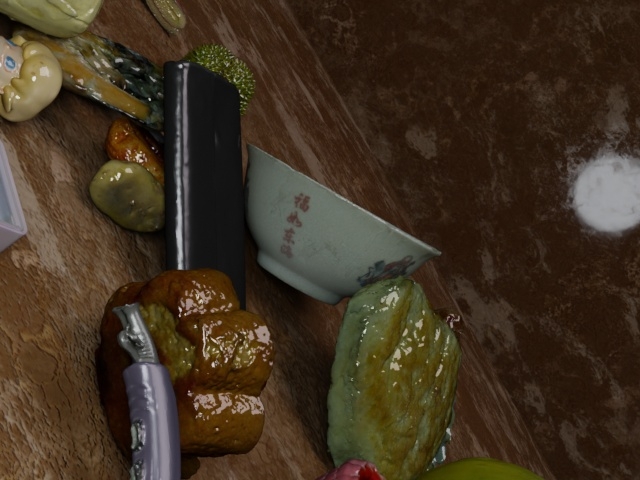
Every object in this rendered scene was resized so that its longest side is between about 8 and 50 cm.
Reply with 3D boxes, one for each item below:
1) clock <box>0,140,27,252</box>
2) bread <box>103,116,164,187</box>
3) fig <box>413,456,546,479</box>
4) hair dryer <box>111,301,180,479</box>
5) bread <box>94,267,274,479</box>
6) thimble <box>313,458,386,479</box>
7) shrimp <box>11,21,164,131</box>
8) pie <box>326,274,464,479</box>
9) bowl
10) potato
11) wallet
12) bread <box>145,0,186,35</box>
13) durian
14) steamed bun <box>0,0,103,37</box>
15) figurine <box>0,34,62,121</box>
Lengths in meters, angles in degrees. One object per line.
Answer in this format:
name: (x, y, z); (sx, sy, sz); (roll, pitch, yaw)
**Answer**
clock: (-0.417, -0.072, 1.004); (0.197, 0.063, 0.150); (31, 31, -60)
bread: (-0.254, -0.091, 1.508); (0.269, 0.095, 0.139); (56, 8, -47)
fig: (0.286, 0.523, 1.574); (0.343, 0.343, 0.343); (52, 17, -23)
hair dryer: (-0.207, 0.221, 0.928); (0.301, 0.121, 0.361); (28, 45, -44)
bread: (-0.162, 0.145, 1.109); (0.135, 0.232, 0.247); (16, 52, -54)
thimble: (0.045, 0.424, 1.403); (0.163, 0.125, 0.189); (60, 15, 7)
shrimp: (-0.291, -0.243, 1.490); (0.272, 0.085, 0.445); (40, 14, 26)
pie: (0.125, 0.268, 1.722); (0.418, 0.180, 0.396); (26, 71, -60)
bowl: (0.000, 0.000, 1.804); (0.434, 0.196, 0.435); (29, 2, -1)
potato: (-0.279, -0.066, 1.371); (0.138, 0.091, 0.070); (46, 8, -37)
wallet: (-0.173, -0.054, 1.429); (0.228, 0.062, 0.406); (16, 70, -73)
bread: (-0.361, -0.561, 2.071); (0.119, 0.067, 0.192); (49, 18, -58)
durian: (-0.220, -0.339, 1.953); (0.198, 0.146, 0.159); (44, 20, -51)
steamed bun: (-0.415, -0.418, 1.345); (0.232, 0.166, 0.273); (24, 19, -30)
figurine: (-0.430, -0.242, 1.217); (0.196, 0.108, 0.114); (40, 1, -34)
